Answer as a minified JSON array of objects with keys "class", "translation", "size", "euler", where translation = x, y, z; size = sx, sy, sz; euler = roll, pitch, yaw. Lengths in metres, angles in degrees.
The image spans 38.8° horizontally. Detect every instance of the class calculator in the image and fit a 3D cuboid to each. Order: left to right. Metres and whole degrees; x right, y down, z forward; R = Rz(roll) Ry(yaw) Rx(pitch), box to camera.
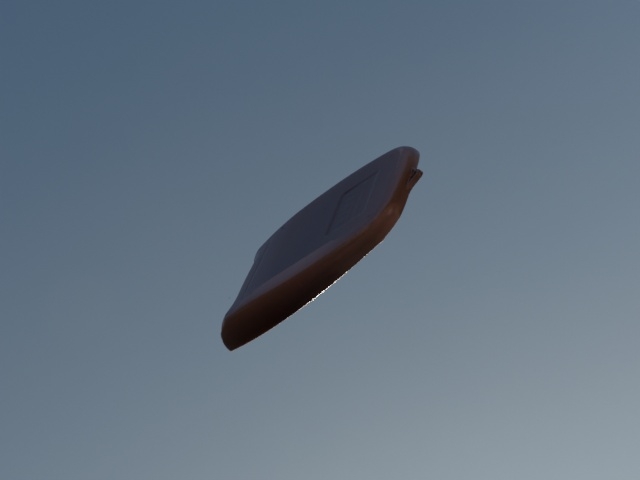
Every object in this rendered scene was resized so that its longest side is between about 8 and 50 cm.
[{"class":"calculator","translation":[0.000,0.000,1.099],"size":[0.048,0.220,0.329],"euler":[44,-54,-15]}]
